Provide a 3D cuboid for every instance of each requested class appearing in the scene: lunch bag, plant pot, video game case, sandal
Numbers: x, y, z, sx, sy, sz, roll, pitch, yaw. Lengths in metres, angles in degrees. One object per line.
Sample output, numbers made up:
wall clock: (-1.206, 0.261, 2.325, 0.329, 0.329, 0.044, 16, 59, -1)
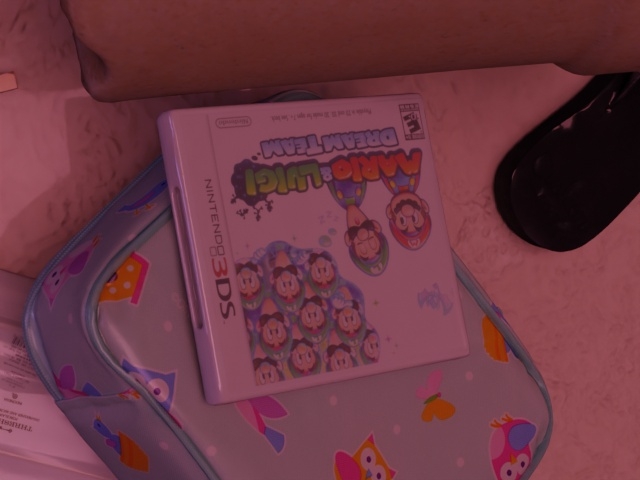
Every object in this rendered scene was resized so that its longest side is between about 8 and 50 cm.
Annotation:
lunch bag: (-0.006, 0.071, 0.864, 0.279, 0.108, 0.224, 53, 56, -20)
plant pot: (0.011, -0.206, 0.769, 0.305, 0.334, 0.334, -13, 100, -7)
video game case: (0.000, 0.000, 0.799, 0.157, 0.019, 0.143, -7, 84, -35)
sandal: (0.213, -0.093, 0.969, 0.097, 0.054, 0.254, 41, 82, -19)

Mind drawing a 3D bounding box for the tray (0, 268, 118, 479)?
tray: (-0.170, 0.093, 0.869, 0.270, 0.030, 0.145, 18, 89, -20)

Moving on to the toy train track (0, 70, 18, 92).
toy train track: (-0.191, -0.097, 0.850, 0.048, 0.014, 0.083, -15, 95, -10)
